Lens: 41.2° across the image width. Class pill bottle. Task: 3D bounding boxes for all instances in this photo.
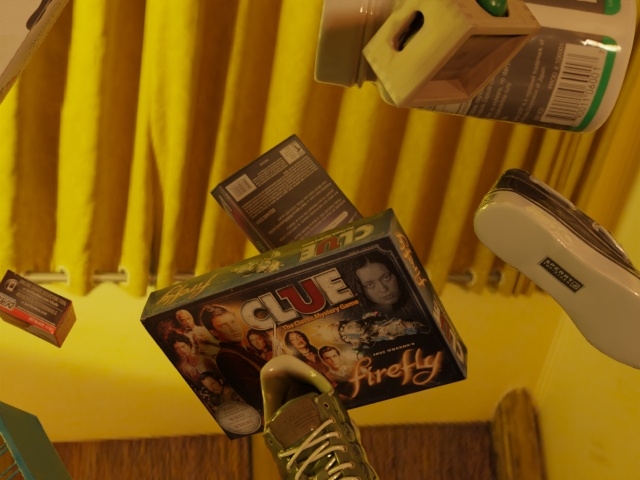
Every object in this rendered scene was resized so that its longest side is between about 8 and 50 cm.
[{"bbox_3d":[0.182,-0.257,1.062,0.361,0.204,0.204,9,-153,0],"label":"pill bottle"}]

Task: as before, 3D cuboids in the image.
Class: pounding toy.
[{"bbox_3d":[0.129,-0.209,0.795,0.130,0.141,0.100,-13,-114,-42],"label":"pounding toy"}]

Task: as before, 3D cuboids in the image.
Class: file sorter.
[{"bbox_3d":[-0.445,0.332,1.220,0.104,0.118,0.170,-40,-120,-4],"label":"file sorter"}]

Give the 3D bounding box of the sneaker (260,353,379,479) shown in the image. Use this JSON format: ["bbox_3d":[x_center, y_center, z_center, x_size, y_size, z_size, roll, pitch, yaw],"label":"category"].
[{"bbox_3d":[-0.003,0.138,0.526,0.064,0.086,0.192,-31,-157,2],"label":"sneaker"}]

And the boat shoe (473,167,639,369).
[{"bbox_3d":[0.314,0.031,0.994,0.301,0.108,0.102,38,-129,-1],"label":"boat shoe"}]

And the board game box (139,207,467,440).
[{"bbox_3d":[-0.014,0.083,0.752,0.243,0.165,0.042,-20,-151,22],"label":"board game box"}]

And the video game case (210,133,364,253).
[{"bbox_3d":[0.000,0.000,1.127,0.274,0.026,0.196,51,-141,-3],"label":"video game case"}]

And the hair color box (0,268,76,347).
[{"bbox_3d":[-0.386,0.096,1.153,0.093,0.167,0.053,28,-109,-6],"label":"hair color box"}]

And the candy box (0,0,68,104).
[{"bbox_3d":[-0.256,-0.159,0.485,0.196,0.165,0.070,35,-169,-16],"label":"candy box"}]
